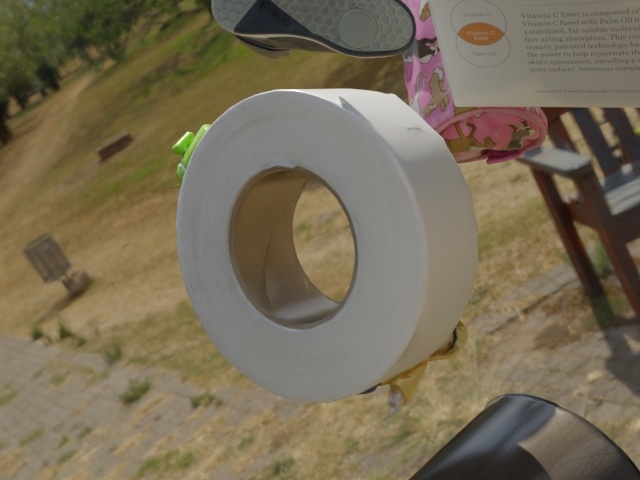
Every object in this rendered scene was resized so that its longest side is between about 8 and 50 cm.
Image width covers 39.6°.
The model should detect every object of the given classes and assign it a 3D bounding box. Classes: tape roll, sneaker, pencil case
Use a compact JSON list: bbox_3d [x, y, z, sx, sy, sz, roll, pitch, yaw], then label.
[{"bbox_3d":[0.000,0.000,0.827,0.286,0.286,0.100,-18,-3,38],"label":"tape roll"},{"bbox_3d":[-0.004,-0.255,1.042,0.226,0.086,0.163,10,4,1],"label":"sneaker"},{"bbox_3d":[0.161,-0.279,1.108,0.160,0.386,0.167,-3,-22,-20],"label":"pencil case"}]

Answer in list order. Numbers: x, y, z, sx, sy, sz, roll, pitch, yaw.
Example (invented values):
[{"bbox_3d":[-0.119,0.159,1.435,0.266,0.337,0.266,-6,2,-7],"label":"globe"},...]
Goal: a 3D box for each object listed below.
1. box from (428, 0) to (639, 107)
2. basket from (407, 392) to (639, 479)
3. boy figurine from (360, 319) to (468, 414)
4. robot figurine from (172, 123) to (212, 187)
[{"bbox_3d":[0.196,-0.289,0.717,0.214,0.345,0.168,5,52,26],"label":"box"},{"bbox_3d":[0.132,0.255,0.762,0.226,0.154,0.204,-27,19,-27],"label":"basket"},{"bbox_3d":[0.112,0.178,1.381,0.285,0.177,0.092,-8,-5,-36],"label":"boy figurine"},{"bbox_3d":[-0.144,-0.106,1.170,0.115,0.101,0.067,-56,2,14],"label":"robot figurine"}]
